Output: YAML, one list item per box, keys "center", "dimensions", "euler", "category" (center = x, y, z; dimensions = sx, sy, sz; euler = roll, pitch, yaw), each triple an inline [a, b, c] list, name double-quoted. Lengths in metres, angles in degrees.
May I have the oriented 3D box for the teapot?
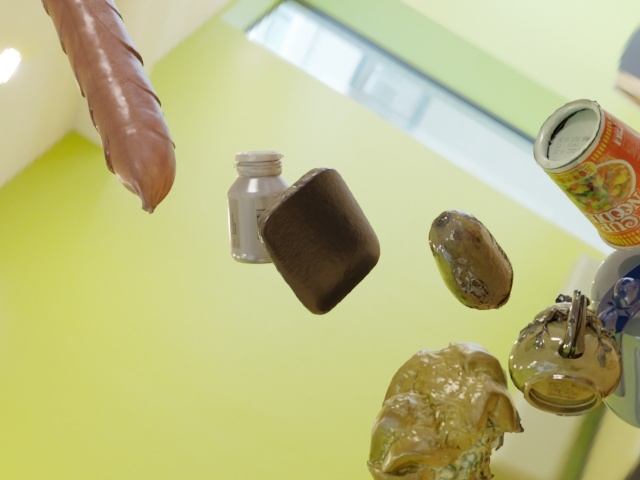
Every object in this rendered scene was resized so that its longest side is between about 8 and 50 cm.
- center: [0.384, 0.160, 1.771]
  dimensions: [0.269, 0.173, 0.182]
  euler: [84, -165, -54]
  category: "teapot"

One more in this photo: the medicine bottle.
- center: [-0.118, -0.069, 2.265]
  dimensions: [0.135, 0.135, 0.215]
  euler: [-38, -53, -74]
  category: "medicine bottle"

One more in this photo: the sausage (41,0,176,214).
- center: [-0.261, -0.219, 1.352]
  dimensions: [0.088, 0.433, 0.088]
  euler: [-22, -21, -9]
  category: "sausage"

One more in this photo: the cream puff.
- center: [0.208, 0.341, 2.173]
  dimensions: [0.274, 0.270, 0.323]
  euler: [-113, 31, -46]
  category: "cream puff"

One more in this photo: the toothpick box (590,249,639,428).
- center: [0.577, 0.153, 1.960]
  dimensions: [0.263, 0.263, 0.355]
  euler: [-54, -35, -29]
  category: "toothpick box"

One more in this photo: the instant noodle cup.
- center: [0.452, -0.117, 1.791]
  dimensions: [0.193, 0.212, 0.193]
  euler: [-36, 35, 31]
  category: "instant noodle cup"

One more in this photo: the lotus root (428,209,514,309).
- center: [0.198, 0.031, 1.480]
  dimensions: [0.089, 0.179, 0.080]
  euler: [-39, 37, 0]
  category: "lotus root"

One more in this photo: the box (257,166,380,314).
- center: [0.000, 0.000, 1.779]
  dimensions: [0.042, 0.201, 0.212]
  euler: [-9, 28, 45]
  category: "box"
